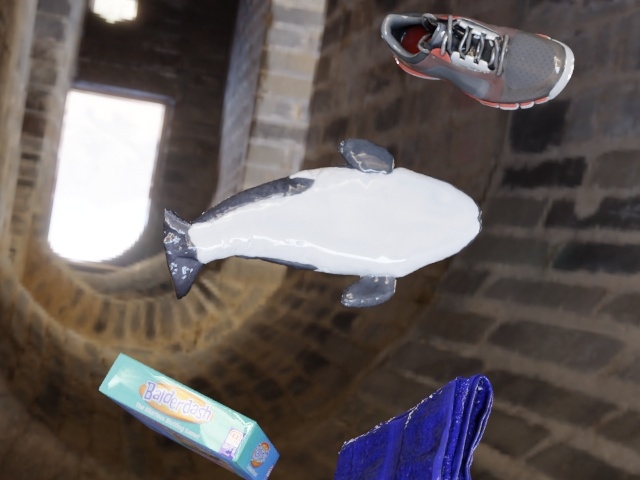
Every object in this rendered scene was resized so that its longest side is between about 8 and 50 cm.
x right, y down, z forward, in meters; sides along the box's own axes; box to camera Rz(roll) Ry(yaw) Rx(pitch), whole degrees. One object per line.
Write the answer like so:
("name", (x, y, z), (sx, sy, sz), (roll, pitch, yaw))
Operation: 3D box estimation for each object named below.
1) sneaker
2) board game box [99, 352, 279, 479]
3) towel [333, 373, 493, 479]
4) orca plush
("sneaker", (0.110, -0.140, 0.785), (0.157, 0.061, 0.065), (15, 179, 34))
("board game box", (-0.133, 0.197, 1.118), (0.160, 0.047, 0.210), (25, 164, 12))
("towel", (0.103, 0.321, 1.423), (0.076, 0.228, 0.308), (34, 136, -12))
("orca plush", (0.000, 0.000, 0.977), (0.287, 0.151, 0.102), (-20, 176, -7))
